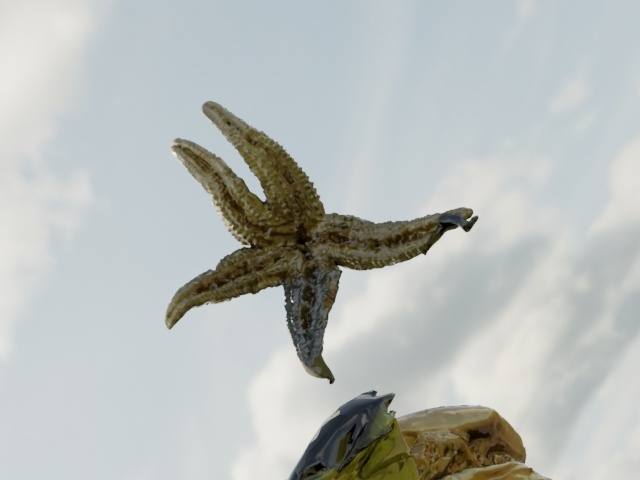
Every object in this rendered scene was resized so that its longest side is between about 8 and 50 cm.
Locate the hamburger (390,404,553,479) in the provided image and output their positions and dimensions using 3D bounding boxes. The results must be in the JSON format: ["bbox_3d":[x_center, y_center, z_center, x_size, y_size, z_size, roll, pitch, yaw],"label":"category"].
[{"bbox_3d":[0.047,0.151,0.860,0.138,0.083,0.147,-13,-51,-30],"label":"hamburger"}]

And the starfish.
[{"bbox_3d":[0.000,0.004,0.733,0.041,0.130,0.133,92,175,-65],"label":"starfish"}]

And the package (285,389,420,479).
[{"bbox_3d":[-0.014,0.164,0.558,0.226,0.090,0.168,129,143,-52],"label":"package"}]
